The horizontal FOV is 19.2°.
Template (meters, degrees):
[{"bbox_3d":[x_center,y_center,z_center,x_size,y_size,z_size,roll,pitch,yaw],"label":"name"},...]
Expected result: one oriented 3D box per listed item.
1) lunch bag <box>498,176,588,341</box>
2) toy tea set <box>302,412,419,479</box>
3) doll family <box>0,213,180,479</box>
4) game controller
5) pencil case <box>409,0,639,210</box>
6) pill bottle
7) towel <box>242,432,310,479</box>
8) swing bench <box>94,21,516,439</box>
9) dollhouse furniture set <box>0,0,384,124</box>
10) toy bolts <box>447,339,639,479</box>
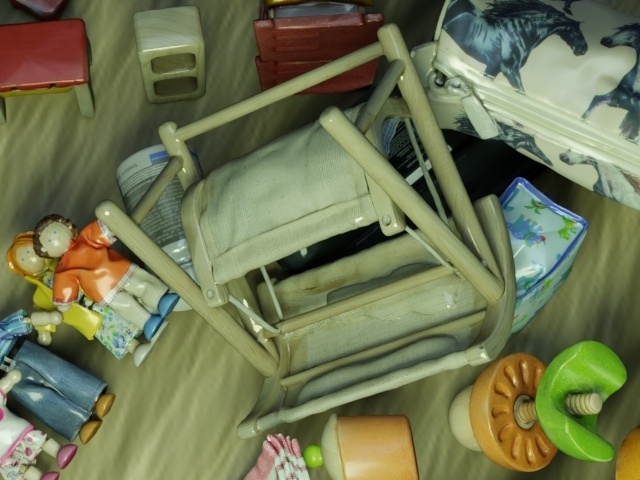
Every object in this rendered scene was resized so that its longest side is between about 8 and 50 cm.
[{"bbox_3d":[0.154,0.038,1.659,0.096,0.129,0.151,33,75,11],"label":"lunch bag"},{"bbox_3d":[0.038,0.308,1.533,0.124,0.200,0.336,-10,64,3],"label":"toy tea set"},{"bbox_3d":[-0.242,0.089,1.656,0.163,0.118,0.263,34,91,4],"label":"doll family"},{"bbox_3d":[0.089,-0.072,1.741,0.319,0.067,0.166,-40,62,-14],"label":"game controller"},{"bbox_3d":[0.278,-0.097,1.599,0.410,0.160,0.183,24,46,17],"label":"pencil case"},{"bbox_3d":[-0.129,-0.011,1.696,0.078,0.078,0.137,-17,71,-7],"label":"pill bottle"},{"bbox_3d":[-0.032,0.273,1.552,0.029,0.144,0.197,-3,59,-26],"label":"towel"},{"bbox_3d":[0.000,0.000,1.562,0.254,0.253,0.165,58,33,-19],"label":"swing bench"},{"bbox_3d":[-0.133,-0.241,1.738,0.374,0.152,0.201,-5,71,-3],"label":"dollhouse furniture set"},{"bbox_3d":[0.199,0.229,1.617,0.218,0.158,0.228,37,56,-31],"label":"toy bolts"}]
